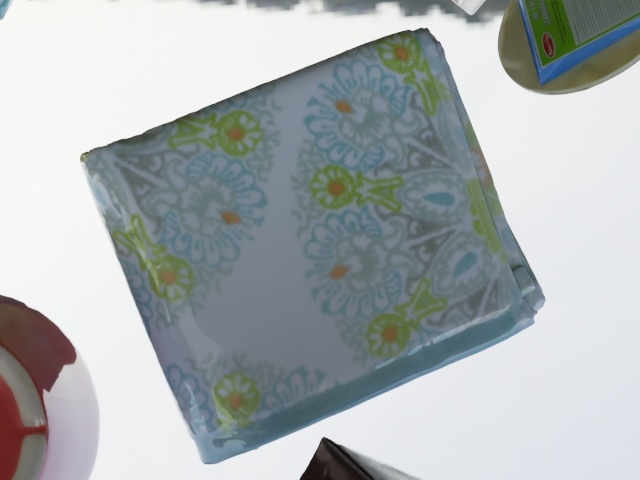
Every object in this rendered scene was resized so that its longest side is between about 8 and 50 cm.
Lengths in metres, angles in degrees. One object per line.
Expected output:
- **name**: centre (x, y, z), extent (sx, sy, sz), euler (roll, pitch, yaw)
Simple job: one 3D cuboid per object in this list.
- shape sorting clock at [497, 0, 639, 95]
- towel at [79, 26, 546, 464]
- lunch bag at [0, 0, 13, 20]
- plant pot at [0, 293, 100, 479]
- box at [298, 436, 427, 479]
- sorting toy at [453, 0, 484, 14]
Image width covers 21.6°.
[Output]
- **shape sorting clock**: centre (0.253, -0.216, 1.540), extent (0.206, 0.040, 0.206), euler (-23, -137, 23)
- **towel**: centre (0.000, 0.000, 1.596), extent (0.374, 0.320, 0.090), euler (-23, -176, -12)
- **lunch bag**: centre (-0.237, -0.240, 0.944), extent (0.224, 0.279, 0.108), euler (27, 165, -16)
- **plant pot**: centre (-0.339, 0.174, 1.526), extent (0.275, 0.275, 0.243), euler (-7, 175, -6)
- **box**: centre (0.050, 0.304, 1.373), extent (0.168, 0.203, 0.167), euler (27, -176, -32)
- **sorting toy**: centre (0.094, -0.407, 2.129), extent (0.307, 0.041, 0.229), euler (40, -178, -1)
